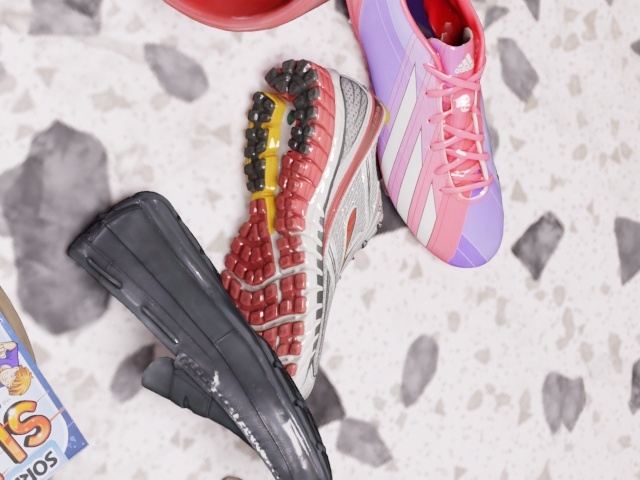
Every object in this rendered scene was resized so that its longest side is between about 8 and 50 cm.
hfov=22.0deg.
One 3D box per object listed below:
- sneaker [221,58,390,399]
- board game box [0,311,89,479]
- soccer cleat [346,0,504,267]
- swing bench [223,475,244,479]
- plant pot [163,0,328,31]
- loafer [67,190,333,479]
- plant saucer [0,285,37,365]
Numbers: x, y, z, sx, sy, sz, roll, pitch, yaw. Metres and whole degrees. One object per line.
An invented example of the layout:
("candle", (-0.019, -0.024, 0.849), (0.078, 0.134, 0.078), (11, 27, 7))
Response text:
("sneaker", (0.000, 0.000, 1.076), (0.093, 0.088, 0.225), (10, 92, -41))
("board game box", (-0.246, 0.122, 0.915), (0.201, 0.035, 0.136), (-40, 112, -24))
("soccer cleat", (0.081, -0.094, 1.114), (0.083, 0.095, 0.248), (-24, 105, -28))
("swing bench", (-0.057, 0.291, 0.959), (0.165, 0.253, 0.254), (-3, 94, -31))
("plant pot", (0.015, -0.284, 0.983), (0.243, 0.275, 0.275), (-25, 106, -39))
("loafer", (-0.072, 0.073, 1.009), (0.078, 0.076, 0.223), (-35, 79, -2))
("plant saucer", (-0.292, 0.110, 0.929), (0.278, 0.041, 0.277), (-1, 93, -31))
